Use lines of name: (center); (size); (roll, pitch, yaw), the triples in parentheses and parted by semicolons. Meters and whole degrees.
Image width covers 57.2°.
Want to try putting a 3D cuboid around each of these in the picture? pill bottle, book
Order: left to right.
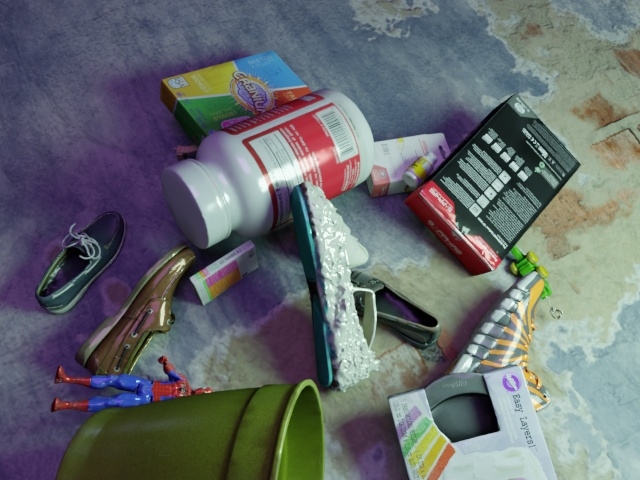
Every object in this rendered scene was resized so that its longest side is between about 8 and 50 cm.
book: (-0.195, 0.065, 1.208); (0.144, 0.096, 0.035); (-33, 68, -18)
pill bottle: (-0.105, -0.146, 1.215); (0.408, 0.229, 0.229); (-29, 67, -28)
pill bottle: (0.222, -0.159, 1.301); (0.043, 0.043, 0.083); (39, 70, 16)

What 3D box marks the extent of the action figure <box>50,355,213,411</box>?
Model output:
action figure: (-0.315, 0.258, 1.045); (0.281, 0.139, 0.091); (11, 52, -28)

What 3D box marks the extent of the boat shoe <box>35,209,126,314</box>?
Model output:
boat shoe: (-0.499, 0.031, 1.222); (0.095, 0.079, 0.254); (28, 64, 12)

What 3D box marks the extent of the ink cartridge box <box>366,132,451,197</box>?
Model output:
ink cartridge box: (0.203, -0.177, 1.371); (0.198, 0.067, 0.115); (-10, 65, -7)

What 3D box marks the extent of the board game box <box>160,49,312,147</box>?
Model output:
board game box: (-0.178, -0.322, 1.390); (0.317, 0.064, 0.242); (-27, 66, -31)

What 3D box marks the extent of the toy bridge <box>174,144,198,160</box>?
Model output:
toy bridge: (-0.248, -0.201, 1.365); (0.188, 0.063, 0.026); (7, 62, 0)

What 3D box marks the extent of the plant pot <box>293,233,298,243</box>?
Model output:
plant pot: (0.000, 0.000, 1.264); (0.081, 0.081, 0.083); (-26, 77, -15)

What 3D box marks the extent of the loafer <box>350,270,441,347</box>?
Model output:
loafer: (0.128, 0.122, 1.199); (0.268, 0.084, 0.096); (28, 65, 11)

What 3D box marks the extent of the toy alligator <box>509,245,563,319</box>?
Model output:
toy alligator: (0.465, 0.086, 1.256); (0.051, 0.056, 0.189); (3, 52, -48)

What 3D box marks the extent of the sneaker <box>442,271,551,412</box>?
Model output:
sneaker: (0.386, 0.224, 1.151); (0.180, 0.124, 0.321); (36, 77, 11)

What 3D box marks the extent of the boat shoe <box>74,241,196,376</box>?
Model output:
boat shoe: (-0.335, 0.147, 1.160); (0.104, 0.110, 0.307); (36, 78, 6)

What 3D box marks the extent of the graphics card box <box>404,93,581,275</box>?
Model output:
graphics card box: (0.386, -0.128, 1.302); (0.233, 0.094, 0.371); (46, 69, -3)

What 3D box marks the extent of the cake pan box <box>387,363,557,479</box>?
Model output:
cake pan box: (0.266, 0.365, 1.030); (0.246, 0.070, 0.266); (-14, 79, 1)

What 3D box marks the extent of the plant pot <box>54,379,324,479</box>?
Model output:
plant pot: (-0.199, 0.396, 0.922); (0.353, 0.366, 0.366); (1, 62, 12)

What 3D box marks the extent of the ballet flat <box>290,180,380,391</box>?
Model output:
ballet flat: (0.034, 0.083, 1.130); (0.147, 0.147, 0.408); (-9, 96, -7)
